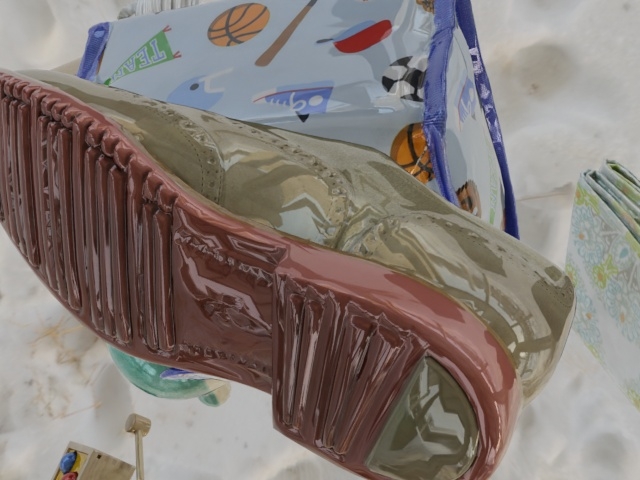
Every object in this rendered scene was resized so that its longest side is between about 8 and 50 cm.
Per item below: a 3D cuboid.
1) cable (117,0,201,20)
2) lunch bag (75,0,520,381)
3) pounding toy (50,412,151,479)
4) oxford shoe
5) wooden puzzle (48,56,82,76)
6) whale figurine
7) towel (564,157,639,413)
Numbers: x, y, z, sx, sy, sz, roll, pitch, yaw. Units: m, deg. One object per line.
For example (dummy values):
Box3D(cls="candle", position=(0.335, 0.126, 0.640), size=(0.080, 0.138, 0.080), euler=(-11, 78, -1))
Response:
Box3D(cls="cable", position=(-0.157, -0.341, 1.451), size=(0.257, 0.089, 0.257), euler=(39, 66, -16))
Box3D(cls="lunch bag", position=(0.000, 0.000, 0.794), size=(0.328, 0.385, 0.239), euler=(-3, 49, 19))
Box3D(cls="pounding toy", position=(-0.357, 0.366, 1.498), size=(0.094, 0.181, 0.206), euler=(32, 69, -25))
Box3D(cls="oxford shoe", position=(-0.041, -0.006, 0.471), size=(0.348, 0.130, 0.123), euler=(30, 131, 23))
Box3D(cls="wooden puzzle", position=(-0.472, -0.181, 1.475), size=(0.348, 0.322, 0.080), euler=(-26, 102, 29))
Box3D(cls="whale figurine", position=(-0.186, 0.113, 1.151), size=(0.141, 0.272, 0.216), euler=(-23, 86, -8))
Box3D(cls="towel", position=(0.518, 0.093, 1.527), size=(0.090, 0.320, 0.374), euler=(-14, 132, -11))
